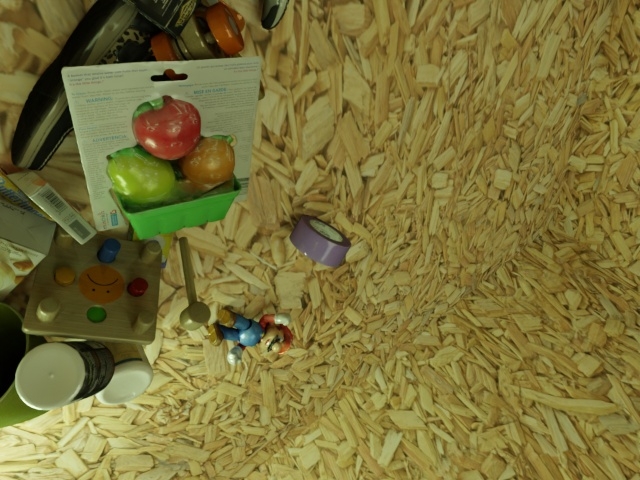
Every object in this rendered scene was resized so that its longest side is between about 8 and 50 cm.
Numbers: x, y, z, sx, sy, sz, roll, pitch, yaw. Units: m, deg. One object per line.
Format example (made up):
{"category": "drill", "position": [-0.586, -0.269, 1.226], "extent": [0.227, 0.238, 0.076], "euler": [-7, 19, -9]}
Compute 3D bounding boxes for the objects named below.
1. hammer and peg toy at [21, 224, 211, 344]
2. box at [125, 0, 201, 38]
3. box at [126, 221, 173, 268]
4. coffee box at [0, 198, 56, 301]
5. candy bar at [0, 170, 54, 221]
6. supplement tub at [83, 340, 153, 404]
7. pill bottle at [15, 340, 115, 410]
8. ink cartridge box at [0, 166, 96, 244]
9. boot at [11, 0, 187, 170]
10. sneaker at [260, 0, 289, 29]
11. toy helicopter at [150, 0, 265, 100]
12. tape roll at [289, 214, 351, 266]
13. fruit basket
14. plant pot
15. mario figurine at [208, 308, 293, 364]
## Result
{"category": "hammer and peg toy", "position": [-0.447, 0.107, 1.008], "extent": [0.362, 0.265, 0.127], "euler": [14, 141, -33]}
{"category": "box", "position": [-0.268, -0.521, 0.650], "extent": [0.295, 0.293, 0.073], "euler": [-54, -174, 9]}
{"category": "box", "position": [-0.437, -0.006, 1.123], "extent": [0.105, 0.043, 0.179], "euler": [-3, 124, -40]}
{"category": "coffee box", "position": [-0.653, 0.037, 0.844], "extent": [0.247, 0.098, 0.141], "euler": [-37, 135, 21]}
{"category": "candy bar", "position": [-0.622, -0.082, 0.905], "extent": [0.040, 0.018, 0.161], "euler": [-36, 142, -12]}
{"category": "supplement tub", "position": [-0.553, 0.323, 1.184], "extent": [0.144, 0.200, 0.144], "euler": [-24, 137, -25]}
{"category": "pill bottle", "position": [-0.535, 0.285, 0.957], "extent": [0.130, 0.130, 0.245], "euler": [-35, 174, -13]}
{"category": "ink cartridge box", "position": [-0.536, -0.081, 0.862], "extent": [0.045, 0.179, 0.145], "euler": [-45, 143, -19]}
{"category": "boot", "position": [-0.390, -0.254, 0.876], "extent": [0.377, 0.138, 0.284], "euler": [-55, 141, 3]}
{"category": "sneaker", "position": [-0.104, -0.576, 0.889], "extent": [0.108, 0.100, 0.271], "euler": [1, 130, -14]}
{"category": "toy helicopter", "position": [-0.206, -0.398, 0.892], "extent": [0.140, 0.234, 0.355], "euler": [-22, 167, 12]}
{"category": "tape roll", "position": [0.000, 0.000, 1.409], "extent": [0.189, 0.189, 0.080], "euler": [13, 113, -48]}
{"category": "fruit basket", "position": [-0.282, -0.180, 0.836], "extent": [0.327, 0.165, 0.352], "euler": [-18, 140, -29]}
{"category": "plant pot", "position": [-0.728, 0.312, 1.002], "extent": [0.275, 0.274, 0.293], "euler": [-32, 156, -17]}
{"category": "mario figurine", "position": [-0.215, 0.337, 1.525], "extent": [0.198, 0.170, 0.321], "euler": [-27, 146, 36]}
